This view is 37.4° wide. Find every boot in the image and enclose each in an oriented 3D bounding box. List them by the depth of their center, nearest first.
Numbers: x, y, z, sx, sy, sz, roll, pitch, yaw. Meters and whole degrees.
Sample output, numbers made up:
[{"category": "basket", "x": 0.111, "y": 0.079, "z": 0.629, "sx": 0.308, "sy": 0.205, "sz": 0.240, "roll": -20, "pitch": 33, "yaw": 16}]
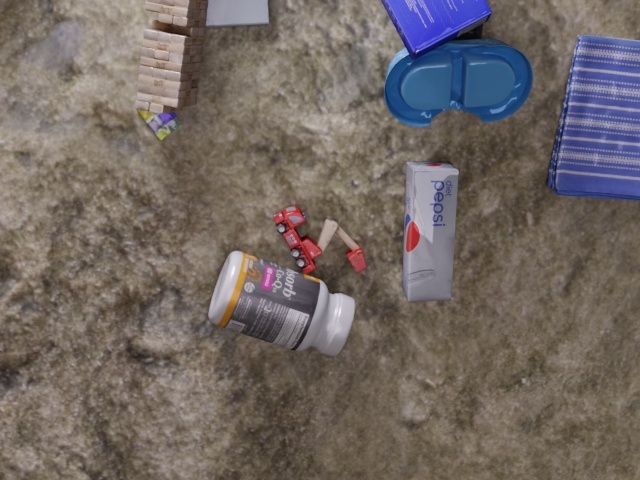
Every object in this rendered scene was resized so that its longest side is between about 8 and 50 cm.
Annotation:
[{"category": "boot", "x": 0.274, "y": -0.440, "z": 1.887, "sx": 0.099, "sy": 0.045, "sz": 0.121, "roll": 1, "pitch": 111, "yaw": -6}]

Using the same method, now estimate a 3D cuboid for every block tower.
[{"category": "block tower", "x": -0.276, "y": -0.412, "z": 1.800, "sx": 0.091, "sy": 0.097, "sz": 0.336, "roll": 13, "pitch": 106, "yaw": 14}]

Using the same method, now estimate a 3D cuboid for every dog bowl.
[{"category": "dog bowl", "x": 0.269, "y": -0.321, "z": 1.888, "sx": 0.297, "sy": 0.074, "sz": 0.166, "roll": -4, "pitch": 124, "yaw": -3}]

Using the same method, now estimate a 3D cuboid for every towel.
[{"category": "towel", "x": -0.324, "y": -0.249, "z": 1.904, "sx": 0.060, "sy": 0.009, "sz": 0.083, "roll": -34, "pitch": 107, "yaw": 4}, {"category": "towel", "x": 0.620, "y": -0.250, "z": 1.981, "sx": 0.243, "sy": 0.040, "sz": 0.336, "roll": 5, "pitch": 106, "yaw": -8}]

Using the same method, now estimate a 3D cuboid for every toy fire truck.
[{"category": "toy fire truck", "x": 0.000, "y": 0.000, "z": 1.992, "sx": 0.135, "sy": 0.047, "sz": 0.192, "roll": -28, "pitch": 106, "yaw": 3}]

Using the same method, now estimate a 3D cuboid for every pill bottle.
[{"category": "pill bottle", "x": -0.080, "y": 0.137, "z": 1.966, "sx": 0.278, "sy": 0.162, "sz": 0.162, "roll": 19, "pitch": 104, "yaw": -11}]

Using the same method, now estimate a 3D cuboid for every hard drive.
[{"category": "hard drive", "x": -0.169, "y": -0.466, "z": 1.847, "sx": 0.135, "sy": 0.022, "sz": 0.094, "roll": -4, "pitch": 107, "yaw": -5}]

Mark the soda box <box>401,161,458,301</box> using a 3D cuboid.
[{"category": "soda box", "x": 0.227, "y": -0.019, "z": 1.985, "sx": 0.098, "sy": 0.091, "sz": 0.286, "roll": 0, "pitch": 107, "yaw": -5}]

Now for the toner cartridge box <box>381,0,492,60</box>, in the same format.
[{"category": "toner cartridge box", "x": 0.166, "y": -0.532, "z": 1.774, "sx": 0.165, "sy": 0.075, "sz": 0.348, "roll": -27, "pitch": 88, "yaw": 1}]
